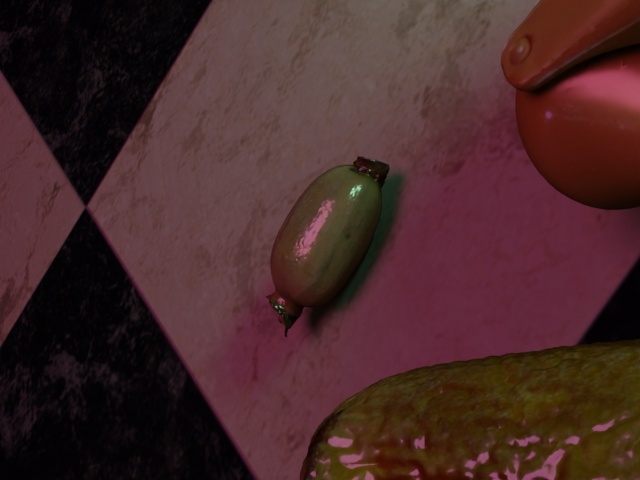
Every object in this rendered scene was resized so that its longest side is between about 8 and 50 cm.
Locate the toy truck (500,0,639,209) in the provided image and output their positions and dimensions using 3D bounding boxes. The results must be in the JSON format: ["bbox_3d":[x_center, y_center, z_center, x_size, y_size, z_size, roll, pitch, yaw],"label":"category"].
[{"bbox_3d":[0.192,-0.158,0.610,0.239,0.189,0.265,-45,40,37],"label":"toy truck"}]

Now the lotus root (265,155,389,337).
[{"bbox_3d":[0.000,0.000,0.845,0.150,0.062,0.073,-59,36,4],"label":"lotus root"}]

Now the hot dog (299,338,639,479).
[{"bbox_3d":[0.115,0.137,0.573,0.272,0.122,0.196,-15,54,37],"label":"hot dog"}]
